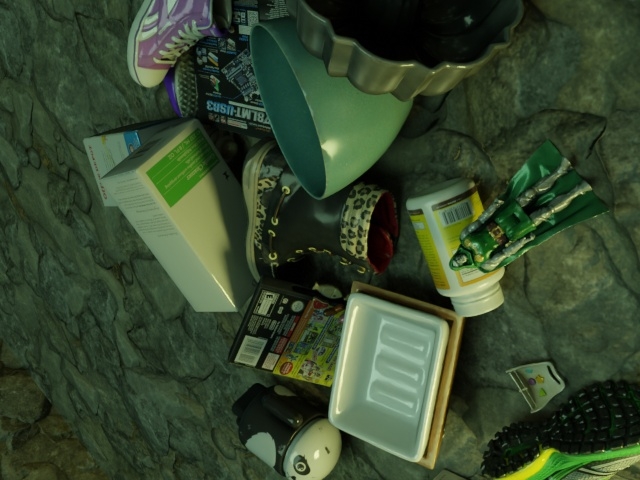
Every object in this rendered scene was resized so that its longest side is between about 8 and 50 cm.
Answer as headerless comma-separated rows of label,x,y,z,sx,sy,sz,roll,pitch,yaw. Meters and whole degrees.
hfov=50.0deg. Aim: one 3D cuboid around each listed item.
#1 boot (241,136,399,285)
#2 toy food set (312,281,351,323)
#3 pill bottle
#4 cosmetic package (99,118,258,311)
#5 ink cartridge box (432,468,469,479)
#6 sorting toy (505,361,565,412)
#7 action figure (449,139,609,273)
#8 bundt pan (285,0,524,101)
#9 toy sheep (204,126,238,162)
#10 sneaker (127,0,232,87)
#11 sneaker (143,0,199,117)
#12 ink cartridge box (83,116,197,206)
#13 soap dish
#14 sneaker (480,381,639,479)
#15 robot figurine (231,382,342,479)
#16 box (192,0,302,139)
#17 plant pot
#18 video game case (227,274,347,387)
boot,0.000,0.000,1.328,0.284,0.138,0.377,21,133,27
toy food set,0.036,0.128,1.336,0.122,0.019,0.078,14,118,-11
pill bottle,0.229,0.012,1.132,0.117,0.117,0.215,-12,102,46
cosmetic package,-0.260,-0.043,1.443,0.155,0.197,0.365,-6,126,44
ink cartridge box,0.335,0.612,1.347,0.283,0.117,0.207,14,120,39
sorting toy,0.375,0.240,1.173,0.075,0.045,0.083,-35,84,39
action figure,0.288,-0.027,1.023,0.232,0.063,0.137,-40,69,15
bundt pan,0.101,-0.328,0.946,0.331,0.331,0.124,50,154,12
toy sheep,-0.231,-0.208,1.480,0.132,0.091,0.091,18,122,32
sneaker,-0.258,-0.385,1.278,0.161,0.102,0.282,39,122,17
sneaker,-0.312,-0.406,1.446,0.146,0.102,0.293,7,108,41
ink cartridge box,-0.400,-0.183,1.590,0.233,0.168,0.171,3,113,43
soap dish,0.144,0.240,1.274,0.229,0.118,0.290,15,101,34
sneaker,0.436,0.343,1.127,0.146,0.134,0.343,39,135,-13
robot figurine,-0.082,0.454,1.617,0.278,0.209,0.173,28,92,31
box,-0.127,-0.346,1.316,0.296,0.073,0.293,19,124,36
plant pot,0.032,-0.235,1.104,0.290,0.195,0.290,157,90,-78
video game case,-0.043,0.198,1.442,0.248,0.035,0.275,16,132,-11
